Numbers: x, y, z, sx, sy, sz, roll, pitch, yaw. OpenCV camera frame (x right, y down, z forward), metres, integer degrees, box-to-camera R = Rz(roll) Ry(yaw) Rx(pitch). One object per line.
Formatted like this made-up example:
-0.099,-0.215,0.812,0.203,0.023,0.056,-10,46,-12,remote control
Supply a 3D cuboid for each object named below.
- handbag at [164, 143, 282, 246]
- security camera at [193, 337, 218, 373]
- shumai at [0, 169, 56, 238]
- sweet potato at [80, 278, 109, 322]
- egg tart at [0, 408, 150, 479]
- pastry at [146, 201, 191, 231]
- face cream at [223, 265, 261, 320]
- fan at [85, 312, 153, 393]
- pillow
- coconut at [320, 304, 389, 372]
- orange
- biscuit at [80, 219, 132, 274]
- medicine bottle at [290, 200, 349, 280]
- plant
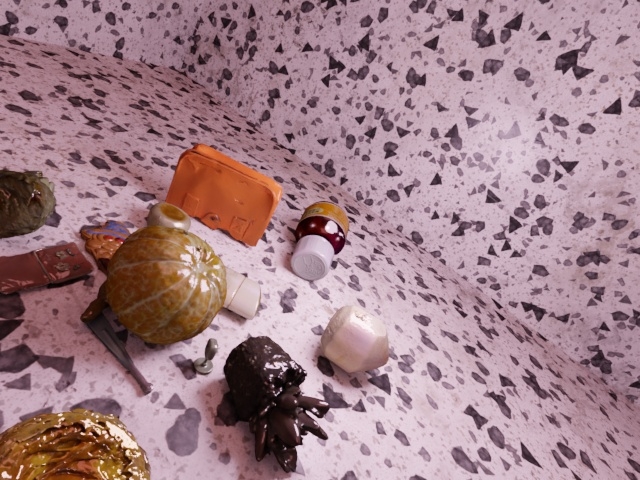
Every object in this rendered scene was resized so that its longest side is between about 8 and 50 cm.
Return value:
-0.386,-0.177,1.618,0.411,0.303,0.116,27,27,-7,handbag
-0.300,0.309,1.085,0.058,0.092,0.058,26,24,-13,security camera
-0.874,-0.111,1.158,0.256,0.188,0.218,14,9,-2,shumai
-0.573,0.142,1.104,0.075,0.074,0.269,31,27,-2,sweet potato
-0.439,0.436,0.689,0.297,0.132,0.296,33,33,-25,egg tart
-0.559,-0.072,1.482,0.157,0.092,0.156,26,29,-16,pastry
-0.355,0.133,1.348,0.349,0.081,0.173,29,26,-6,face cream
-0.502,0.274,1.009,0.282,0.023,0.057,40,18,17,fan
-0.746,0.072,1.076,0.126,0.043,0.233,41,28,18,pillow
0.128,0.340,1.365,0.234,0.224,0.224,24,24,13,coconut
-0.407,0.115,1.091,0.329,0.249,0.329,49,22,-28,orange
-0.661,0.018,1.280,0.183,0.043,0.280,10,30,-32,biscuit
0.000,0.000,1.798,0.243,0.242,0.394,27,32,-10,medicine bottle
-0.120,0.405,1.021,0.194,0.181,0.321,1,35,-47,plant
